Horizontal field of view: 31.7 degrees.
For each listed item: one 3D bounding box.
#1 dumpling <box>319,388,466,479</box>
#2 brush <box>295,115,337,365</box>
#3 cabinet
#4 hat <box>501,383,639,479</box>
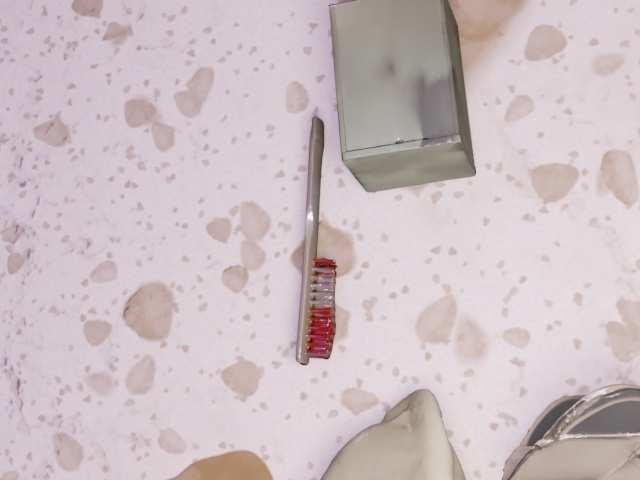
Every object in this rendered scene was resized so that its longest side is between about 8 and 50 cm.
[{"bbox_3d":[0.086,0.328,1.256,0.187,0.243,0.318,2,86,-8],"label":"dumpling"},{"bbox_3d":[0.000,0.000,1.457,0.050,0.060,0.321,1,78,7],"label":"brush"},{"bbox_3d":[0.103,-0.186,1.409,0.145,0.150,0.206,-8,75,14],"label":"cabinet"},{"bbox_3d":[0.330,0.225,1.196,0.275,0.232,0.161,-9,75,-1],"label":"hat"}]
